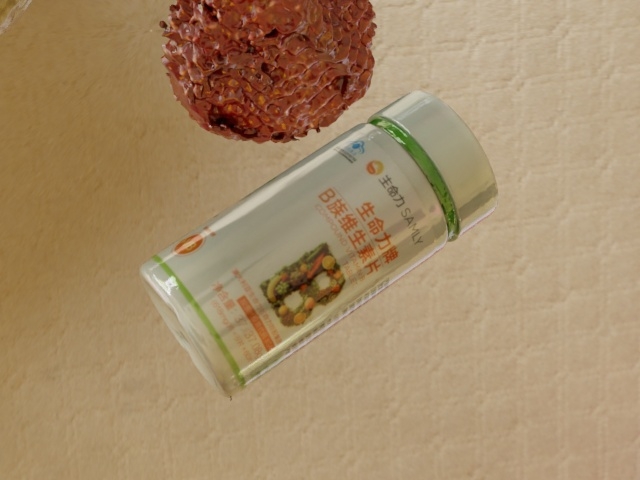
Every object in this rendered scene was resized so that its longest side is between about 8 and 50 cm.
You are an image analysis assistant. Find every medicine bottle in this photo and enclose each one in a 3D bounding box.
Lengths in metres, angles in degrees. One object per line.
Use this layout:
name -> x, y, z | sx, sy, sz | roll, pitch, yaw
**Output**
medicine bottle -> 0.000, 0.000, 0.531 | 0.183, 0.086, 0.086 | -35, 106, -14

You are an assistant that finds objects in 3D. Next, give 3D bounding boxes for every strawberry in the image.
strawberry -> -0.035, -0.144, 0.796 | 0.188, 0.286, 0.106 | -27, 84, 4

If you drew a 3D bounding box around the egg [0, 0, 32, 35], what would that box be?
egg -> -0.232, -0.210, 0.511 | 0.204, 0.203, 0.245 | -20, 87, -5
